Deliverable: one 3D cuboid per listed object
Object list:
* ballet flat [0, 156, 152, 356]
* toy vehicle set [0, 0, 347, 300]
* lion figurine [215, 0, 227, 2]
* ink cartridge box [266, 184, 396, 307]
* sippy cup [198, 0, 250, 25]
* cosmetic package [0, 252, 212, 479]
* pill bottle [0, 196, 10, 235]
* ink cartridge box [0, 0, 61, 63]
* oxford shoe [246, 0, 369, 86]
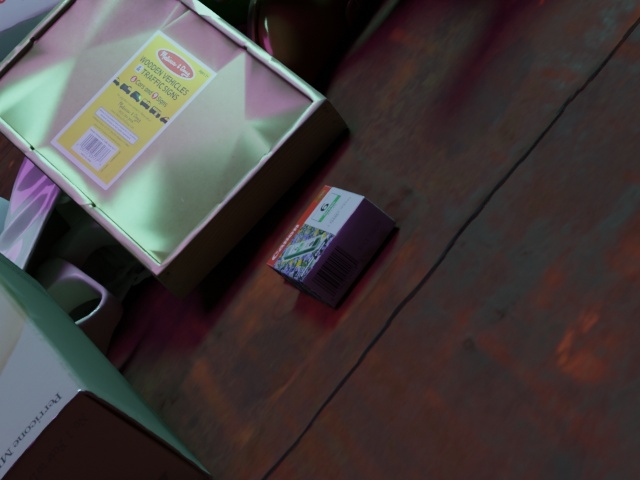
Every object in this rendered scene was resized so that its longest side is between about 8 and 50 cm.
[{"bbox_3d":[-0.175,0.019,1.469,0.139,0.139,0.400,-17,42,60],"label":"ballet flat"},{"bbox_3d":[-0.122,-0.091,1.413,0.166,0.035,0.267,-46,50,-5],"label":"toy vehicle set"},{"bbox_3d":[0.059,-0.259,1.339,0.240,0.142,0.392,-10,2,-15],"label":"lion figurine"},{"bbox_3d":[0.000,0.000,1.198,0.063,0.029,0.115,-53,19,-5],"label":"ink cartridge box"},{"bbox_3d":[-0.100,-0.352,1.742,0.240,0.224,0.306,21,97,39],"label":"sippy cup"},{"bbox_3d":[-0.208,0.113,1.226,0.160,0.113,0.309,-51,33,-2],"label":"cosmetic package"},{"bbox_3d":[-0.316,0.105,1.547,0.160,0.160,0.283,-24,33,55],"label":"pill bottle"},{"bbox_3d":[-0.235,-0.284,1.625,0.198,0.114,0.273,-19,74,36],"label":"ink cartridge box"},{"bbox_3d":[0.005,-0.186,1.485,0.076,0.076,0.212,-21,34,40],"label":"oxford shoe"}]
